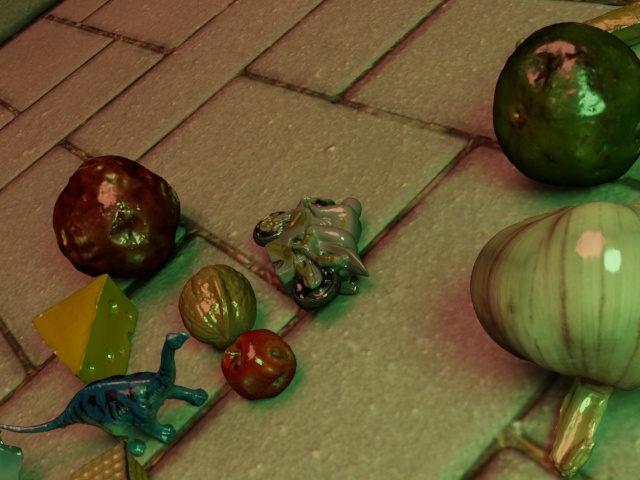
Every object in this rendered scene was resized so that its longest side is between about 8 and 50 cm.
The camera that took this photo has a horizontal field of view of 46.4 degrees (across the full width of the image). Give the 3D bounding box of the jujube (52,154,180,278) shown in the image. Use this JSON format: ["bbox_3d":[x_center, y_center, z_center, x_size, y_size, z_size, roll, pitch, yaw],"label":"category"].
[{"bbox_3d":[-0.324,-0.034,1.181,0.197,0.197,0.290,-42,23,-13],"label":"jujube"}]

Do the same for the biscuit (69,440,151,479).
[{"bbox_3d":[-0.204,0.377,0.747,0.094,0.054,0.378,-31,38,3],"label":"biscuit"}]

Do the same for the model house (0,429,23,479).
[{"bbox_3d":[-0.514,0.360,0.880,0.241,0.226,0.261,-51,28,26],"label":"model house"}]

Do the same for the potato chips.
[{"bbox_3d":[0.473,-0.321,1.042,0.407,0.057,0.080,-19,43,16],"label":"potato chips"}]

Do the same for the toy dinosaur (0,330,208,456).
[{"bbox_3d":[-0.237,0.205,0.912,0.329,0.144,0.076,-27,41,27],"label":"toy dinosaur"}]

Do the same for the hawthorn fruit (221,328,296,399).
[{"bbox_3d":[-0.076,0.144,0.886,0.093,0.093,0.093,-19,40,17],"label":"hawthorn fruit"}]

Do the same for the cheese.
[{"bbox_3d":[-0.316,0.153,1.037,0.126,0.093,0.171,-31,38,-3],"label":"cheese"}]

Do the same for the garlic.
[{"bbox_3d":[0.249,0.087,0.671,0.245,0.245,0.253,5,88,38],"label":"garlic"}]

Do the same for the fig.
[{"bbox_3d":[0.316,-0.170,0.892,0.245,0.195,0.195,-30,31,-35],"label":"fig"}]

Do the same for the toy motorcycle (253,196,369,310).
[{"bbox_3d":[0.000,0.000,1.006,0.152,0.073,0.225,-33,37,-5],"label":"toy motorcycle"}]

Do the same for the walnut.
[{"bbox_3d":[-0.134,0.087,0.982,0.105,0.105,0.124,-32,43,0],"label":"walnut"}]
